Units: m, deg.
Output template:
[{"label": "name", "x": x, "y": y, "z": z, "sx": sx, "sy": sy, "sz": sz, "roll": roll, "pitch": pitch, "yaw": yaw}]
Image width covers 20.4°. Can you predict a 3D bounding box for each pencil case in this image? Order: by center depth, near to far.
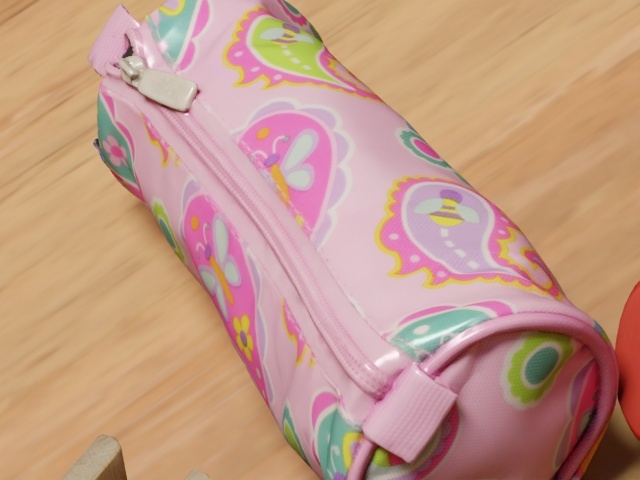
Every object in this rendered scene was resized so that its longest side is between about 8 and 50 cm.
[{"label": "pencil case", "x": 0.000, "y": 0.000, "z": 0.712, "sx": 0.124, "sy": 0.124, "sz": 0.284, "roll": -31, "pitch": 44, "yaw": -7}]

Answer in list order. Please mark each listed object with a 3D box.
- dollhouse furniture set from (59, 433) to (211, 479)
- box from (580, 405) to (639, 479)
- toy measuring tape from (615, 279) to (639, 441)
[{"label": "dollhouse furniture set", "x": -0.033, "y": 0.222, "z": 0.561, "sx": 0.212, "sy": 0.161, "sz": 0.242, "roll": 18, "pitch": 45, "yaw": 23}, {"label": "box", "x": 0.051, "y": 0.157, "z": 0.652, "sx": 0.201, "sy": 0.021, "sz": 0.164, "roll": -18, "pitch": 50, "yaw": 3}, {"label": "toy measuring tape", "x": 0.176, "y": 0.091, "z": 0.594, "sx": 0.121, "sy": 0.121, "sz": 0.330, "roll": -16, "pitch": 50, "yaw": 6}]
